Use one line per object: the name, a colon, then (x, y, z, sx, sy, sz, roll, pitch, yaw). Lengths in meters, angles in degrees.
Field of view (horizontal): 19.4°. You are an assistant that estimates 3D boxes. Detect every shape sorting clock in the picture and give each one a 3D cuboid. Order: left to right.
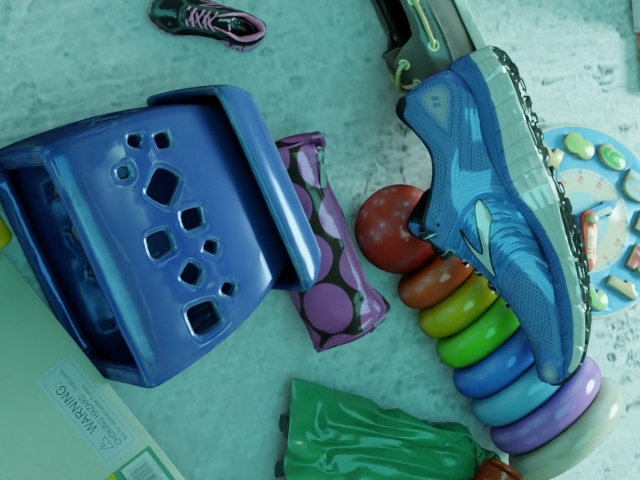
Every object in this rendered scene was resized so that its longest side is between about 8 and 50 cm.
shape sorting clock: (0.271, -0.021, 1.932, 0.206, 0.040, 0.206, 5, 79, -26)

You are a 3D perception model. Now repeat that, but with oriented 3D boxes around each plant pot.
plant pot: (-0.145, -0.018, 1.715, 0.212, 0.236, 0.236, -27, 101, -21)

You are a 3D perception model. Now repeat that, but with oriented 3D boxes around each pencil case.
pencil case: (0.000, 0.000, 1.819, 0.095, 0.098, 0.209, -32, 101, -54)

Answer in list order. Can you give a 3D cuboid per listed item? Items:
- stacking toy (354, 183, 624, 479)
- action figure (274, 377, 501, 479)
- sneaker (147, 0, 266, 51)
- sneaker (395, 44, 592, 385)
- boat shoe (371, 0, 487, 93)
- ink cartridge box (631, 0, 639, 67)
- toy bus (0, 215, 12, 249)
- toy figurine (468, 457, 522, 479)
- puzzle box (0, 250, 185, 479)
stacking toy: (0.153, 0.082, 1.883, 0.141, 0.141, 0.330, -43, 98, -11)
action figure: (0.072, 0.217, 1.887, 0.232, 0.063, 0.137, 7, 90, -15)
sneaker: (-0.105, -0.212, 1.803, 0.119, 0.057, 0.047, 10, 92, -18)
sneaker: (0.165, -0.013, 1.790, 0.147, 0.130, 0.330, -19, 99, 14)
boat shoe: (0.103, -0.201, 1.846, 0.096, 0.116, 0.324, -20, 96, -12)
ink cartridge box: (0.486, -0.295, 1.957, 0.309, 0.130, 0.272, -8, 97, -18)
toy bus: (-0.417, -0.109, 1.665, 0.108, 0.130, 0.333, -37, 104, -13)
toy figurine: (0.222, 0.336, 1.856, 0.148, 0.213, 0.209, -58, 142, -14)
puzzle box: (-0.279, 0.239, 1.691, 0.272, 0.052, 0.409, -37, 79, -13)
